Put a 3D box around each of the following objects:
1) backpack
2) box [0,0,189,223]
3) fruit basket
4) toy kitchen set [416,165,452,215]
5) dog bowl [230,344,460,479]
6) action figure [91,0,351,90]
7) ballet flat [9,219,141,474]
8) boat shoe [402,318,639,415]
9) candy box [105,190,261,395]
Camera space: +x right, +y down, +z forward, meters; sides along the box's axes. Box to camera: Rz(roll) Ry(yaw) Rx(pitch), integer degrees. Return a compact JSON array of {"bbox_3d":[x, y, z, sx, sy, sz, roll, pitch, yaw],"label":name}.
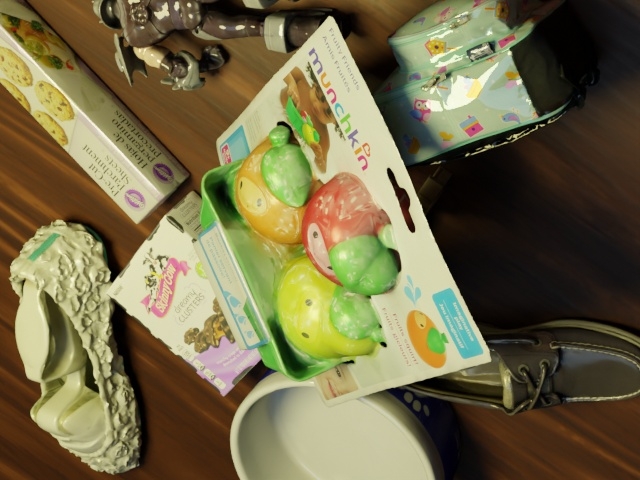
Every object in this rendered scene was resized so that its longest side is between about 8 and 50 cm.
[{"bbox_3d":[0.136,-0.151,1.015,0.188,0.166,0.144,-28,102,32],"label":"backpack"},{"bbox_3d":[-0.292,-0.164,1.284,0.324,0.063,0.067,47,128,-6],"label":"box"},{"bbox_3d":[0.000,0.000,1.082,0.327,0.166,0.353,66,159,3],"label":"fruit basket"},{"bbox_3d":[0.079,-0.046,1.166,0.075,0.068,0.083,36,127,3],"label":"toy kitchen set"},{"bbox_3d":[0.030,0.248,1.342,0.265,0.104,0.264,12,123,19],"label":"dog bowl"},{"bbox_3d":[-0.121,-0.239,1.141,0.285,0.099,0.185,7,128,27],"label":"action figure"},{"bbox_3d":[-0.335,0.167,1.459,0.147,0.147,0.408,8,122,22],"label":"ballet flat"},{"bbox_3d":[0.213,0.142,1.195,0.285,0.092,0.102,4,120,24],"label":"boat shoe"},{"bbox_3d":[-0.135,0.066,1.337,0.196,0.070,0.165,41,128,-2],"label":"candy box"}]
